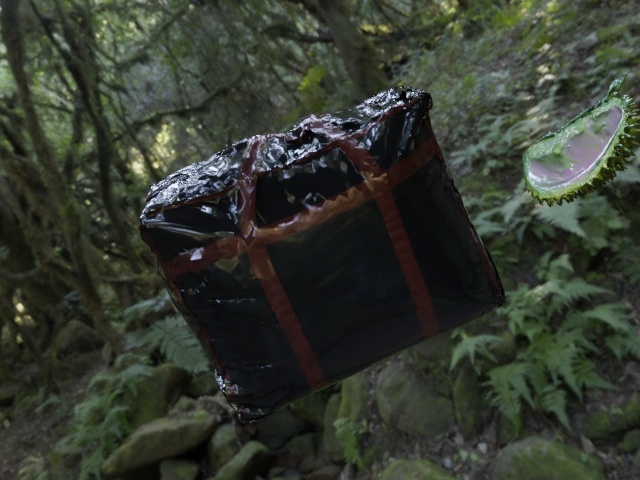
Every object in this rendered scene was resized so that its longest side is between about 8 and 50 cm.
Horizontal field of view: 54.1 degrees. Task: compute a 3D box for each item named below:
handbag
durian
[{"bbox_3d":[0.000,0.000,0.433,0.215,0.169,0.155,-23,20,-6],"label":"handbag"},{"bbox_3d":[0.381,-0.121,0.880,0.096,0.137,0.220,2,-23,-15],"label":"durian"}]
